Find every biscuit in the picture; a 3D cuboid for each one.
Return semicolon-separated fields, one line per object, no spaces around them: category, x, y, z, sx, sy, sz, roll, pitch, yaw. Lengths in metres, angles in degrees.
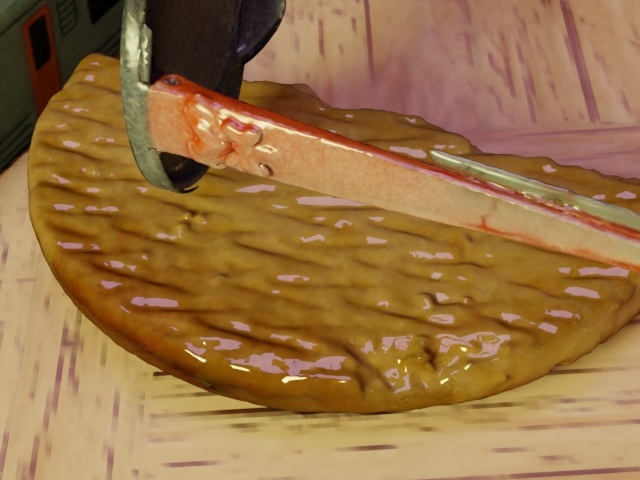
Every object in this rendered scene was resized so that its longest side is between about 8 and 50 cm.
biscuit;0.000;0.001;0.477;0.224;0.033;0.144;12;44;15

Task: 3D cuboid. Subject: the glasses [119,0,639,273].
glasses;0.090;-0.077;0.454;0.268;0.118;0.234;16;40;18

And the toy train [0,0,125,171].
toy train;-0.141;-0.081;0.544;0.086;0.089;0.409;22;48;19
